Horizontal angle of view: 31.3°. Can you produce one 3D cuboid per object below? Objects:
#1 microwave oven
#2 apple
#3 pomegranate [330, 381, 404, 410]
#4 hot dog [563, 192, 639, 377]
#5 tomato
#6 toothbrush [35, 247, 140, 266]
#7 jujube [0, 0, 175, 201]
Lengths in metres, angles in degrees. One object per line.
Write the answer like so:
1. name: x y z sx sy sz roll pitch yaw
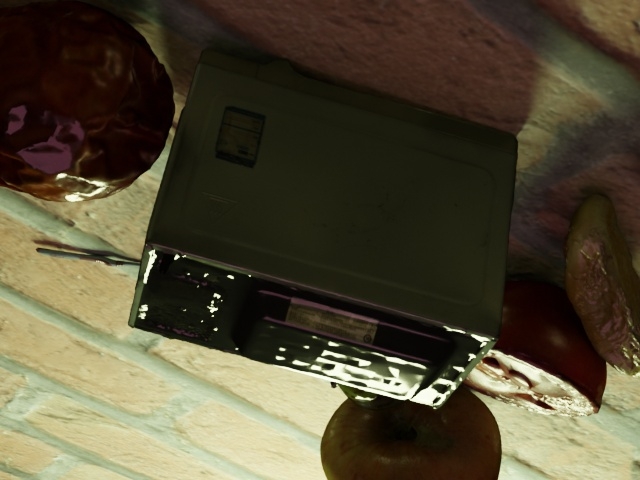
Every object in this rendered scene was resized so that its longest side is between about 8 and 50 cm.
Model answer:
1. microwave oven: 0.000 0.000 1.217 0.354 0.286 0.218 15 148 -7
2. apple: 0.132 0.313 1.652 0.260 0.261 0.194 1 143 20
3. pomegranate: 0.091 0.156 1.538 0.169 0.148 0.148 -21 133 32
4. hot dog: 0.323 0.058 1.303 0.073 0.084 0.242 -14 124 24
5. tomato: 0.261 0.125 1.420 0.200 0.140 0.233 30 164 -13
6. toothbrush: -0.311 0.030 1.610 0.193 0.019 0.013 11 147 9
7. jujube: -0.326 -0.149 1.212 0.342 0.216 0.216 7 148 33
